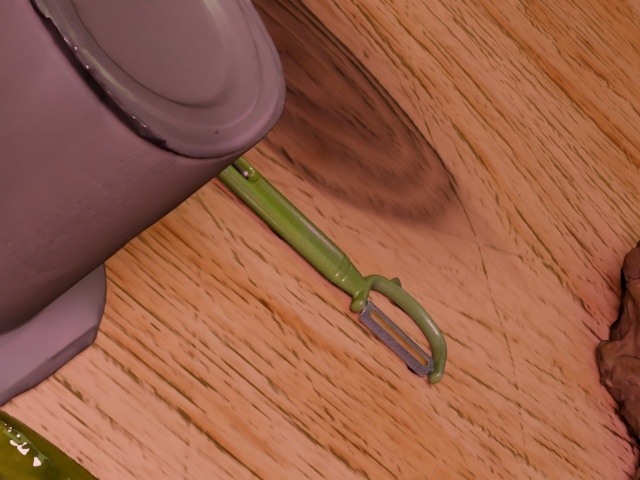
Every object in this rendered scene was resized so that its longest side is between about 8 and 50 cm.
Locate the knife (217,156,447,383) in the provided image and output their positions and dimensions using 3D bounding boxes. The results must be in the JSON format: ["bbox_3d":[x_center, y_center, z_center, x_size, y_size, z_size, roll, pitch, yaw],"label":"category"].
[{"bbox_3d":[0.001,0.000,1.067,0.212,0.015,0.054,42,36,-16],"label":"knife"}]

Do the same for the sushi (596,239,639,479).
[{"bbox_3d":[0.303,0.107,1.170,0.170,0.211,0.350,20,42,-33],"label":"sushi"}]

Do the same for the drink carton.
[{"bbox_3d":[-0.126,-0.052,0.825,0.191,0.189,0.185,56,30,2],"label":"drink carton"}]

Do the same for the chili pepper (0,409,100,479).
[{"bbox_3d":[-0.173,0.080,0.775,0.201,0.050,0.052,31,58,-25],"label":"chili pepper"}]
